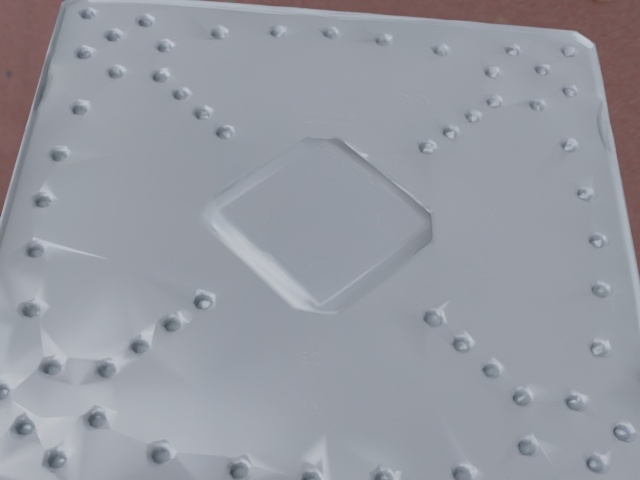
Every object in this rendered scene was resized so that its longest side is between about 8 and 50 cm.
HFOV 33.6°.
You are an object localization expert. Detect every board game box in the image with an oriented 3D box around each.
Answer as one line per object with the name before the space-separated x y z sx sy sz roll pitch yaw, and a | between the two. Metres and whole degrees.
board game box | 0.000 0.000 0.675 0.389 0.390 0.050 4 143 -2
